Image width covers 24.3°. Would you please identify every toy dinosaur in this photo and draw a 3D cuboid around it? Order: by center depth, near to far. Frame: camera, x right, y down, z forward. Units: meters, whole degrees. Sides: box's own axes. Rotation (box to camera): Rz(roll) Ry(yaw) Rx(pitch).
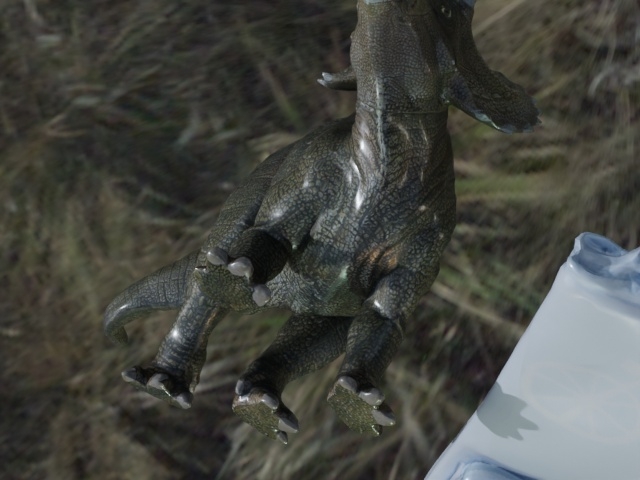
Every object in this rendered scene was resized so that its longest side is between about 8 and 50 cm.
[{"bbox_3d":[0.000,0.000,0.644,0.121,0.160,0.313,36,149,-3],"label":"toy dinosaur"}]

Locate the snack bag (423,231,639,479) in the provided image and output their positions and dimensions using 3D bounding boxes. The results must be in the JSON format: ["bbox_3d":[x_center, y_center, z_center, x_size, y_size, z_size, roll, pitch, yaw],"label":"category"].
[{"bbox_3d":[0.194,0.159,0.607,0.323,0.037,0.342,27,148,4],"label":"snack bag"}]
